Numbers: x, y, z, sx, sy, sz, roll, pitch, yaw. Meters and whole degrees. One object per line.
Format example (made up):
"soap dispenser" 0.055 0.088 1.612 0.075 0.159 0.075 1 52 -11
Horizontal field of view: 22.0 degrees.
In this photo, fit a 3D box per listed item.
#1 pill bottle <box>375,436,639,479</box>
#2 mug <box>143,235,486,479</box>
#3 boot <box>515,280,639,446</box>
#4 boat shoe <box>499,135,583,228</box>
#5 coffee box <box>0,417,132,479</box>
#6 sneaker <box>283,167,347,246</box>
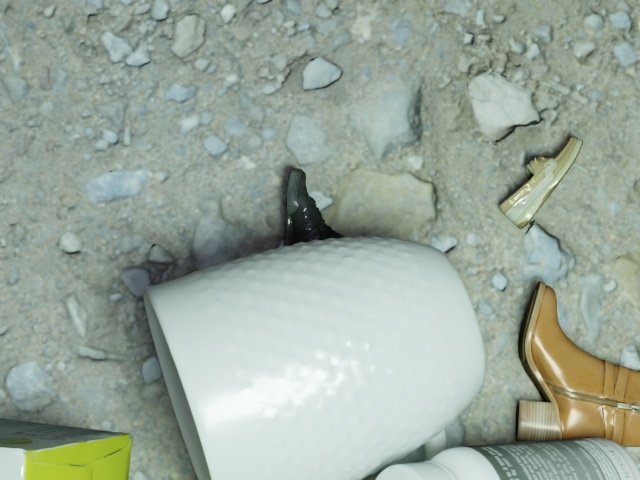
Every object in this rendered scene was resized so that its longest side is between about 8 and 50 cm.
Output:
"pill bottle" 0.202 0.299 1.782 0.283 0.161 0.161 1 72 -31
"mug" 0.013 0.180 1.836 0.328 0.276 0.374 -18 106 -10
"boot" 0.309 0.149 1.931 0.152 0.073 0.197 4 86 1
"boat shoe" 0.268 -0.078 2.003 0.045 0.050 0.135 37 77 3
"coffee box" -0.401 0.347 1.630 0.334 0.338 0.338 5 86 10
"sneaker" 0.000 -0.001 1.978 0.089 0.051 0.170 3 79 0
